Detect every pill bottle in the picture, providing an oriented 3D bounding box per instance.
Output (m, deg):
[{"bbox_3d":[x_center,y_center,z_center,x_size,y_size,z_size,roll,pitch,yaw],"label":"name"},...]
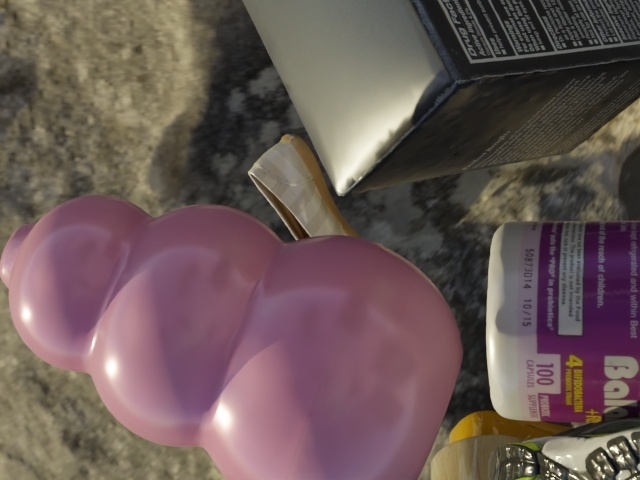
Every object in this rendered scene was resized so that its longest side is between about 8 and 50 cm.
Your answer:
[{"bbox_3d":[0.293,0.067,1.047,0.301,0.169,0.169,0,99,14],"label":"pill bottle"}]

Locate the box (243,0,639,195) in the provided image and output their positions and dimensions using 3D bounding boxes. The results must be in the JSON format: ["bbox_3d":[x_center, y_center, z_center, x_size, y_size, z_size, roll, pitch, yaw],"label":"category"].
[{"bbox_3d":[0.102,-0.220,1.093,0.183,0.294,0.296,-43,66,46],"label":"box"}]

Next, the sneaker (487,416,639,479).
[{"bbox_3d":[0.251,0.171,0.951,0.300,0.121,0.111,-9,98,60],"label":"sneaker"}]

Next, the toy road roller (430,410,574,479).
[{"bbox_3d":[0.284,0.252,1.199,0.329,0.202,0.240,12,139,-12],"label":"toy road roller"}]

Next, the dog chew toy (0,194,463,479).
[{"bbox_3d":[-0.071,0.069,0.926,0.332,0.206,0.206,21,104,3],"label":"dog chew toy"}]

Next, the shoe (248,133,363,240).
[{"bbox_3d":[0.000,0.000,1.272,0.058,0.076,0.219,-38,112,-22],"label":"shoe"}]
